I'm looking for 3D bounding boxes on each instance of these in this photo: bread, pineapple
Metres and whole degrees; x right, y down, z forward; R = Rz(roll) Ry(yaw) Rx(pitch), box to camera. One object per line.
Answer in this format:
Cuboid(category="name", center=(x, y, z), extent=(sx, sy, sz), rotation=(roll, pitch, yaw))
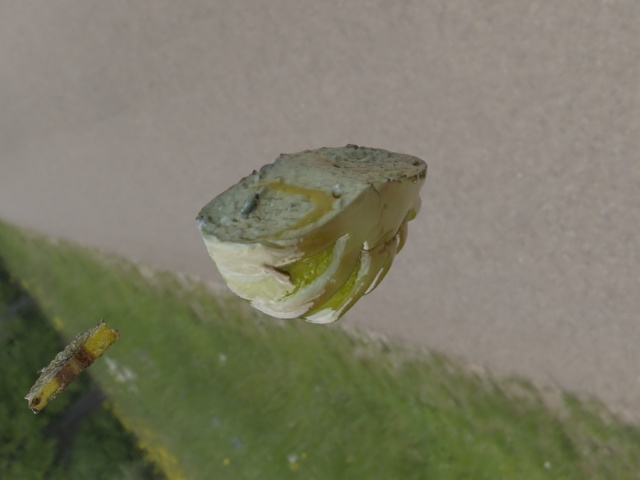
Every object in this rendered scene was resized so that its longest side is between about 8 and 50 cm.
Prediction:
Cuboid(category="bread", center=(0.000, 0.000, 0.719), extent=(0.083, 0.157, 0.094), rotation=(20, 107, 34))
Cuboid(category="pineapple", center=(-0.181, 0.090, 0.922), extent=(0.019, 0.083, 0.045), rotation=(48, 162, -12))
